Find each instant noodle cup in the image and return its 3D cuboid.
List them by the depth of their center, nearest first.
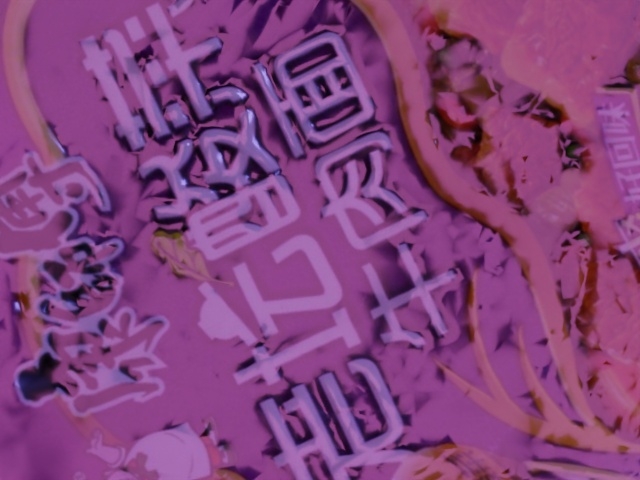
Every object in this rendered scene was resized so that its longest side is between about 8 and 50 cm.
[{"bbox_3d":[0.000,0.000,0.541,0.251,0.190,0.251,0,92,2],"label":"instant noodle cup"}]
